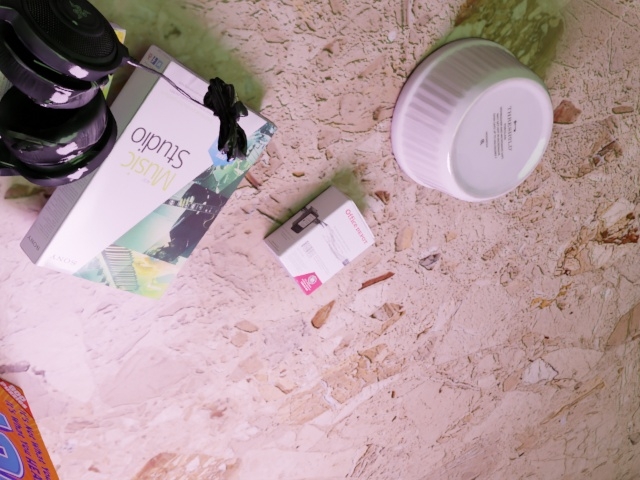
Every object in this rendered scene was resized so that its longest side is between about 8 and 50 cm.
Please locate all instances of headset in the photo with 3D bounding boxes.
[{"bbox_3d":[-0.282,-0.150,0.893,0.394,0.185,0.243,-3,143,-21],"label":"headset"}]

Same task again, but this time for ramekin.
[{"bbox_3d":[0.261,-0.188,1.353,0.273,0.127,0.273,-15,125,-23],"label":"ramekin"}]

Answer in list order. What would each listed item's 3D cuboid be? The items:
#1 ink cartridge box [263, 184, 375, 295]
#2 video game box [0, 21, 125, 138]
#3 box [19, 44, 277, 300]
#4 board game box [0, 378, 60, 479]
[{"bbox_3d":[0.000,0.000,1.346,0.150,0.063,0.109,-39,131,-7],"label":"ink cartridge box"},{"bbox_3d":[-0.360,-0.192,1.009,0.187,0.048,0.205,10,112,-35],"label":"video game box"},{"bbox_3d":[-0.228,-0.078,1.128,0.322,0.058,0.232,-54,144,8],"label":"box"},{"bbox_3d":[-0.571,0.353,0.993,0.356,0.356,0.356,-45,136,0],"label":"board game box"}]
